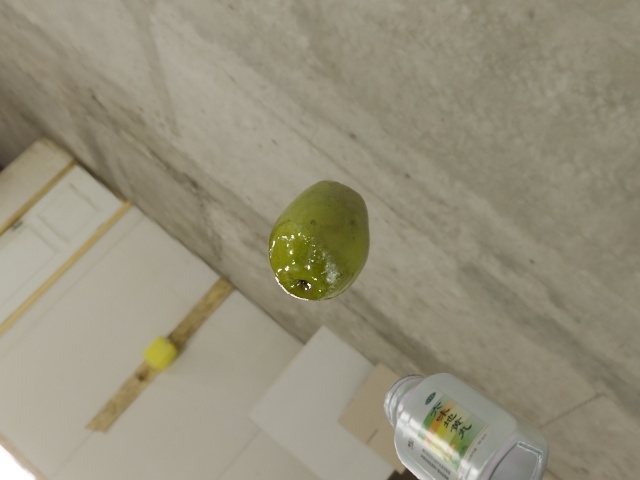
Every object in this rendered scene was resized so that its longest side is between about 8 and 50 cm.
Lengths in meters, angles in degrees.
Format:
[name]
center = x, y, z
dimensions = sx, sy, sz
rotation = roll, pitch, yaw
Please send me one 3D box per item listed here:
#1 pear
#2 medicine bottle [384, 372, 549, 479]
[pear]
center = 0.000, 0.000, 1.980
dimensions = 0.252, 0.307, 0.253
rotation = 11, 145, 8
[medicine bottle]
center = 0.227, 0.331, 1.373
dimensions = 0.124, 0.179, 0.324
rotation = 27, -179, -24
